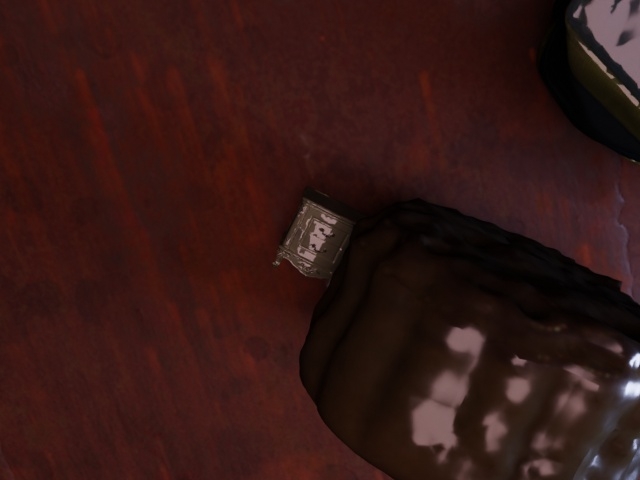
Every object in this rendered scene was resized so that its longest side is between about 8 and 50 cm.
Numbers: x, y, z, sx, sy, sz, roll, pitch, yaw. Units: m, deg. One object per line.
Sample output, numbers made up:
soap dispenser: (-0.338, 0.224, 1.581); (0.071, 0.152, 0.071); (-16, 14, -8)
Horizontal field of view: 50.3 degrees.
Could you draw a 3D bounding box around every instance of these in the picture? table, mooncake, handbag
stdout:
table: (0.000, 0.000, 0.728); (0.079, 0.062, 0.083); (26, 106, -6)
mooncake: (0.151, 0.094, 0.624); (0.324, 0.324, 0.187); (20, 106, -4)
handbag: (0.318, -0.186, 0.557); (0.222, 0.241, 0.263); (41, 104, 1)
